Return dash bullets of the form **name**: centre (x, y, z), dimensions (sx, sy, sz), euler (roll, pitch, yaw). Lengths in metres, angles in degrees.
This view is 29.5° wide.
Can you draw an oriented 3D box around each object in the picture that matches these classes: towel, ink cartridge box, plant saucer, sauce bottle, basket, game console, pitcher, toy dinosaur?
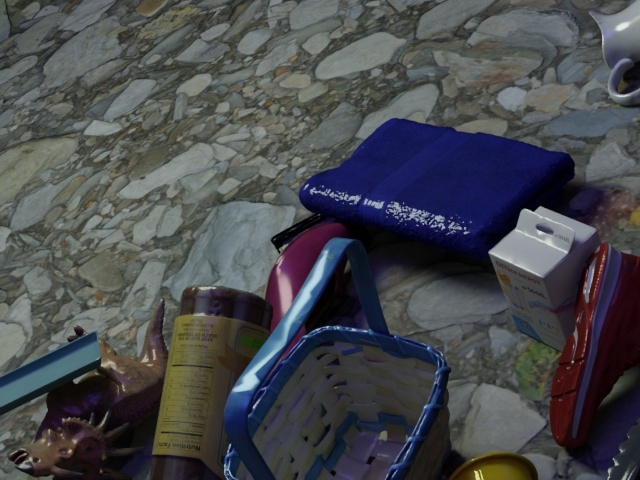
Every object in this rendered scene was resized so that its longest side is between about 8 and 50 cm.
- **towel**: centre (0.153, -0.066, 1.601), dimensions (0.308, 0.076, 0.228), euler (17, 44, 41)
- **ink cartridge box**: centre (0.261, 0.039, 1.365), dimensions (0.090, 0.143, 0.092), euler (-40, 36, -19)
- **plant saucer**: centre (-0.353, 0.172, 1.483), dimensions (0.192, 0.018, 0.067), euler (-27, 31, 1)
- **sauce bottle**: centre (-0.125, 0.224, 1.300), dimensions (0.111, 0.111, 0.344), euler (-1, 74, 32)
- **basket**: centre (0.011, 0.177, 1.216), dimensions (0.201, 0.288, 0.254), euler (10, 45, 29)
- **game console**: centre (0.000, 0.000, 1.705), dimensions (0.122, 0.071, 0.107), euler (-28, 4, -4)
- **pitcher**: centre (0.487, -0.283, 1.679), dimensions (0.207, 0.125, 0.177), euler (-19, 54, 29)
- **toy dinosaur**: centre (-0.261, 0.206, 1.512), dimensions (0.296, 0.127, 0.200), euler (-40, 36, -26)

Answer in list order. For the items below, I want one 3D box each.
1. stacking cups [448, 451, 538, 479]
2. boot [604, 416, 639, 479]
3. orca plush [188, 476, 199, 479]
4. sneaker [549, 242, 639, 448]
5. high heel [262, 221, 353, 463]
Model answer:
- **stacking cups**: centre (0.193, 0.328, 1.076), dimensions (0.096, 0.096, 0.316), euler (-23, 35, 5)
- **boot**: centre (0.480, 0.212, 0.973), dimensions (0.445, 0.146, 0.367), euler (5, 45, 42)
- **orca plush**: centre (-0.073, 0.371, 1.176), dimensions (0.287, 0.102, 0.151), euler (32, 43, 20)
- **sneaker**: centre (0.324, 0.121, 1.269), dimensions (0.128, 0.087, 0.221), euler (17, 80, -4)
- **high heel**: centre (-0.005, 0.125, 1.489), dimensions (0.181, 0.127, 0.377), euler (20, 52, 21)
